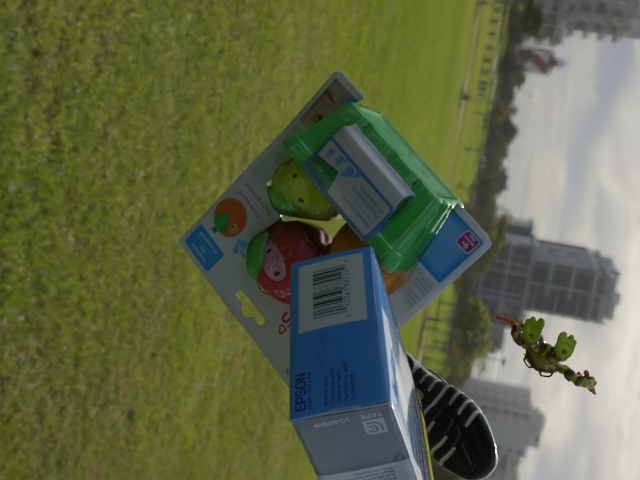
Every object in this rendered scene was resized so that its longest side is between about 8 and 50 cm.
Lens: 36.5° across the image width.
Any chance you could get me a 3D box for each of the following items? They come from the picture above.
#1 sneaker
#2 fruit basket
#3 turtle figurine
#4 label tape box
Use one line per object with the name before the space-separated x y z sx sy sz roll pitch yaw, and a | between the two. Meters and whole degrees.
sneaker | 0.212 0.283 1.575 0.106 0.281 0.162 -49 140 8
fruit basket | 0.000 0.000 1.319 0.353 0.327 0.165 -42 162 12
turtle figurine | 0.457 0.228 2.015 0.087 0.269 0.217 -44 156 -8
label tape box | 0.060 0.220 1.148 0.249 0.115 0.347 -93 169 -51
